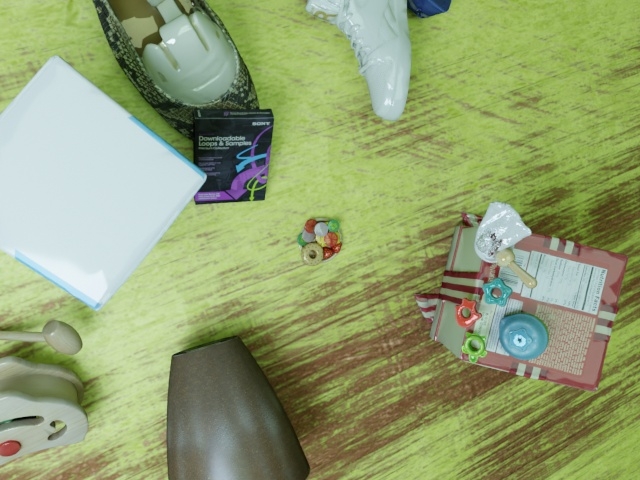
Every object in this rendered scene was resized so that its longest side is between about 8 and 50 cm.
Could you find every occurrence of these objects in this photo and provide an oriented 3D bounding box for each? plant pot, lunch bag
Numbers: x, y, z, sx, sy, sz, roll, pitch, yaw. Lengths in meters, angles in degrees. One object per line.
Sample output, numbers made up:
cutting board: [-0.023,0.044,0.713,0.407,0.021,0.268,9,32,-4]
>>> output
plant pot: [-0.150,0.274,0.802,0.215,0.215,0.231,-15,86,-17]
lunch bag: [0.188,-0.437,0.901,0.067,0.065,0.098,21,88,-35]

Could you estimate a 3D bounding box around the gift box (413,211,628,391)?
gift box: [0.324,0.088,0.907,0.276,0.258,0.255,18,89,2]

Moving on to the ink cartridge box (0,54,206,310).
ink cartridge box: [-0.294,-0.071,0.666,0.198,0.270,0.197,39,84,-18]

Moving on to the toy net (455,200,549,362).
toy net: [0.259,0.061,0.763,0.045,0.122,0.232,1,84,-59]

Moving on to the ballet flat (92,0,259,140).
ballet flat: [-0.235,-0.332,0.705,0.164,0.182,0.483,-34,105,-10]

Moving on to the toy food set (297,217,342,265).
toy food set: [0.000,0.000,0.905,0.083,0.020,0.083,-14,100,-17]

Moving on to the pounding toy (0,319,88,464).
pounding toy: [-0.439,0.228,0.755,0.269,0.155,0.154,-35,134,-3]

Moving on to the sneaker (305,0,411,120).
sneaker: [0.054,-0.342,0.850,0.169,0.108,0.293,-2,87,-17]

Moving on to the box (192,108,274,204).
box: [-0.136,-0.126,0.793,0.116,0.029,0.162,-5,135,-18]
